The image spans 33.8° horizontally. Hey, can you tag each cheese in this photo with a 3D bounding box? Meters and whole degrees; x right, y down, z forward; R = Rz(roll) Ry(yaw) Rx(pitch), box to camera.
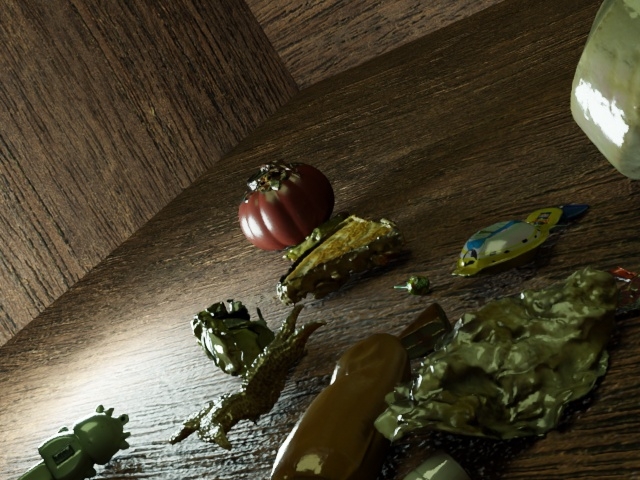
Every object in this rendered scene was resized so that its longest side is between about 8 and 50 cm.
[{"bbox_3d":[0.309,-0.004,1.645,0.250,0.064,0.156,-27,13,-26],"label":"cheese"}]

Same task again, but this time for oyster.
[{"bbox_3d":[0.217,0.146,1.272,0.351,0.115,0.238,-32,18,-10],"label":"oyster"}]

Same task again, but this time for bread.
[{"bbox_3d":[0.165,0.131,1.555,0.109,0.043,0.062,-42,16,-33],"label":"bread"}]

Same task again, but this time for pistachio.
[{"bbox_3d":[0.000,0.000,2.247,0.173,0.049,0.089,-37,-9,-5],"label":"pistachio"}]

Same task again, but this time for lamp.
[{"bbox_3d":[-0.079,-0.080,2.343,0.227,0.227,0.227,-30,16,10],"label":"lamp"}]

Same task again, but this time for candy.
[{"bbox_3d":[0.150,0.077,1.782,0.035,0.035,0.123,8,-5,-16],"label":"candy"}]

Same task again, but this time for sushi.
[{"bbox_3d":[-0.159,0.164,1.919,0.131,0.139,0.291,-28,13,-11],"label":"sushi"}]

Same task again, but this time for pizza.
[{"bbox_3d":[0.065,0.013,2.041,0.287,0.074,0.251,-24,19,27],"label":"pizza"}]

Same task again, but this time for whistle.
[{"bbox_3d":[-0.443,0.385,1.876,0.244,0.110,0.092,-36,-16,-11],"label":"whistle"}]

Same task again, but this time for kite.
[{"bbox_3d":[0.423,0.051,1.360,0.232,0.009,0.189,-34,15,-9],"label":"kite"}]

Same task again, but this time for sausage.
[{"bbox_3d":[0.044,0.230,1.373,0.134,0.116,0.354,-38,8,32],"label":"sausage"}]

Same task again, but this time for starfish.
[{"bbox_3d":[-0.101,0.230,1.695,0.293,0.084,0.301,-47,3,-23],"label":"starfish"}]

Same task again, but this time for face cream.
[{"bbox_3d":[0.066,0.328,1.153,0.243,0.058,0.092,-42,23,-12],"label":"face cream"}]

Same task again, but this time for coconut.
[{"bbox_3d":[0.525,-0.253,1.544,0.352,0.353,0.352,-30,16,10],"label":"coconut"}]
